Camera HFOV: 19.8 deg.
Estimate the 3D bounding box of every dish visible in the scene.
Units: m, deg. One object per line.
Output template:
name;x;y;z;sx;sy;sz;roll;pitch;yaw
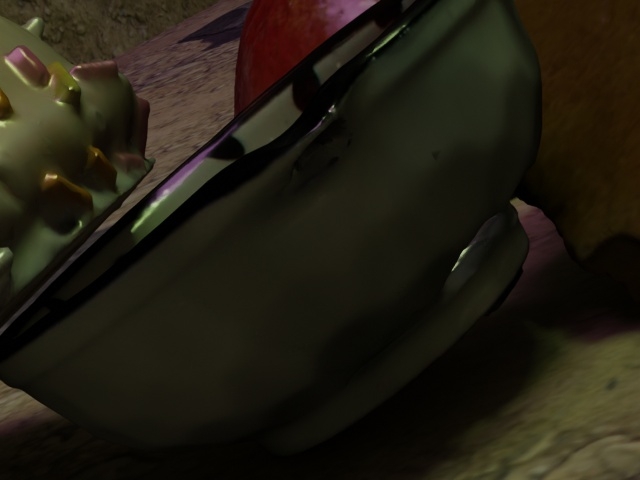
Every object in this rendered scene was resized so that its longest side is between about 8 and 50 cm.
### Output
dish;0.000;0.000;0.780;0.303;0.120;0.303;-39;8;7

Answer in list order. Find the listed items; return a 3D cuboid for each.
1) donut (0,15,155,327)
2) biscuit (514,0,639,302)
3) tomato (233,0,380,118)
donut;-0.236;0.037;0.821;0.382;0.142;0.382;-44;5;5
biscuit;0.226;-0.154;0.804;0.394;0.076;0.368;-54;27;7
tomato;0.041;-0.118;1.170;0.309;0.170;0.309;-22;11;4
